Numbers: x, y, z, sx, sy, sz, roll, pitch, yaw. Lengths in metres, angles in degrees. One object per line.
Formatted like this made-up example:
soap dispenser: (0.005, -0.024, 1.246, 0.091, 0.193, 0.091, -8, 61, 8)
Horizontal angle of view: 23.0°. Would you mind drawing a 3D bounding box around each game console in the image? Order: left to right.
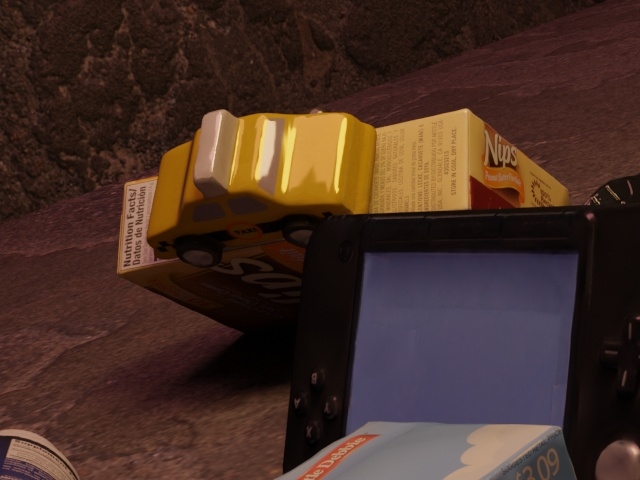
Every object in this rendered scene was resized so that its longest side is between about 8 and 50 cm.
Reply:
game console: (0.012, 0.100, 0.728, 0.173, 0.250, 0.293, 9, -6, -35)

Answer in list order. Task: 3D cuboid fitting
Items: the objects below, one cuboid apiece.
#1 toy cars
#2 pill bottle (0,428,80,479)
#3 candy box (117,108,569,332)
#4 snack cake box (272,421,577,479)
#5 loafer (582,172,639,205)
toy cars: (0.000, 0.000, 1.071, 0.176, 0.087, 0.393, -50, 47, -1)
pill bottle: (-0.179, 0.161, 0.880, 0.094, 0.094, 0.169, -17, 10, -3)
candy box: (0.018, -0.006, 1.254, 0.316, 0.088, 0.183, -11, -24, 30)
snack cake box: (-0.020, 0.169, 0.431, 0.089, 0.152, 0.264, -5, 15, 45)
loafer: (0.264, -0.023, 1.307, 0.170, 0.062, 0.061, -30, -23, -30)
